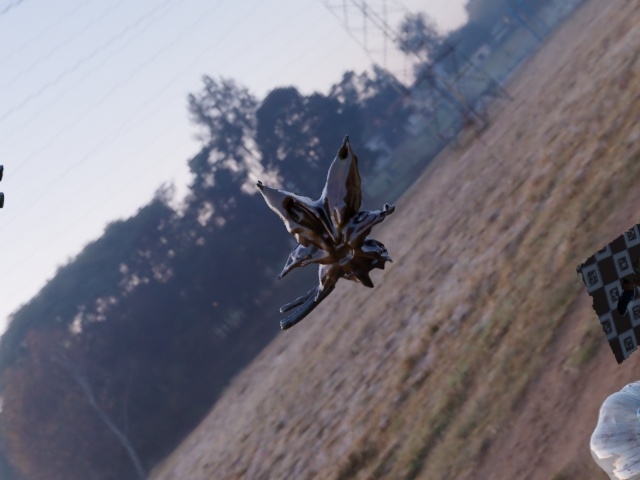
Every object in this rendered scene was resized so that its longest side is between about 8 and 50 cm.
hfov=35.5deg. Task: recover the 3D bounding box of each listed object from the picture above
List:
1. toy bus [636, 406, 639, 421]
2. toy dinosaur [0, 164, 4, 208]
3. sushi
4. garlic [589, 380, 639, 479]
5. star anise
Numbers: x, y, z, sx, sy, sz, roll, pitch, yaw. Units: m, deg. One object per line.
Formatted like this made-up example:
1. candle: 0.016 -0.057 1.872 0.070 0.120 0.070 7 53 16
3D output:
1. toy bus: 0.480 0.240 1.382 0.083 0.031 0.037 -18 14 49
2. toy dinosaur: -0.379 -0.020 1.083 0.120 0.079 0.292 -15 -25 2
3. sushi: 0.395 0.058 1.280 0.201 0.139 0.031 -28 8 -36
4. garlic: 0.529 0.306 1.505 0.199 0.199 0.226 -45 0 -16
5. star anise: -0.003 0.008 1.577 0.148 0.237 0.346 -66 -6 -58
